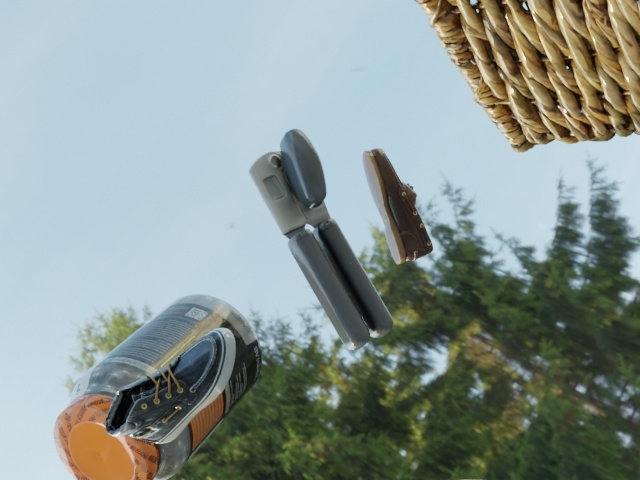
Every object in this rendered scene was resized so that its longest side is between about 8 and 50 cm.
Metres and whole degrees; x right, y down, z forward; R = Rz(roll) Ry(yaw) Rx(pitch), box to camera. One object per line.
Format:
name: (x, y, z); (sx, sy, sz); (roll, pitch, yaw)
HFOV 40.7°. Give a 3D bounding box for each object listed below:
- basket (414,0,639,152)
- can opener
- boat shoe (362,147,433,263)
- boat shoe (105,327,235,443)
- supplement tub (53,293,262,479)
basket: (0.181, -0.216, 0.499); (0.299, 0.223, 0.213); (43, -120, -42)
can opener: (0.000, 0.000, 1.070); (0.074, 0.093, 0.280); (-24, -99, -24)
boat shoe: (0.133, -0.064, 1.492); (0.073, 0.073, 0.207); (-18, -91, -10)
boat shoe: (-0.173, 0.170, 0.995); (0.083, 0.065, 0.183); (14, -58, -42)
supplement tub: (-0.234, 0.225, 1.277); (0.316, 0.194, 0.193); (-43, -47, -58)
